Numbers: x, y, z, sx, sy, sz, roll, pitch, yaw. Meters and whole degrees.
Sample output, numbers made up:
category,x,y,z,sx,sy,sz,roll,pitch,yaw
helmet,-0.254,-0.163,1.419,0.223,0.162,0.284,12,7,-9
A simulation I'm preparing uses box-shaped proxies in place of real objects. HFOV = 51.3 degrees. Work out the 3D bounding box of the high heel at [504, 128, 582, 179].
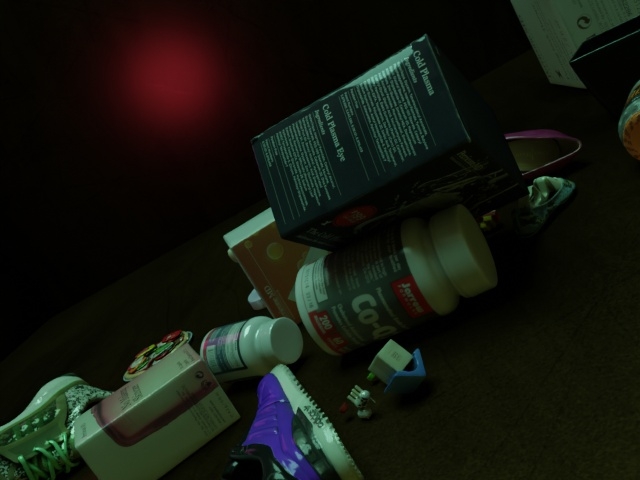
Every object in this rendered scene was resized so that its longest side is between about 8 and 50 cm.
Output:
category,x,y,z,sx,sy,sz,roll,pitch,yaw
high heel,0.319,-0.160,1.328,0.377,0.127,0.181,-15,-1,-15

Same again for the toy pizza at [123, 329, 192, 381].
category,x,y,z,sx,sy,sz,roll,pitch,yaw
toy pizza,-0.415,0.285,1.688,0.201,0.032,0.201,-29,13,7

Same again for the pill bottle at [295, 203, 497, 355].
category,x,y,z,sx,sy,sz,roll,pitch,yaw
pill bottle,0.117,0.062,1.044,0.283,0.161,0.161,-25,14,24

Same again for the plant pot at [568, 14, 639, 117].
category,x,y,z,sx,sy,sz,roll,pitch,yaw
plant pot,0.677,-0.378,1.449,0.188,0.167,0.187,-19,16,38

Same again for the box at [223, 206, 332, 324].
category,x,y,z,sx,sy,sz,roll,pitch,yaw
box,0.000,0.000,1.422,0.345,0.215,0.168,-32,13,-7

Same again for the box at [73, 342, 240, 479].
category,x,y,z,sx,sy,sz,roll,pitch,yaw
box,-0.274,0.296,1.109,0.232,0.127,0.148,-34,13,-17

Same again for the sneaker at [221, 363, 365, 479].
category,x,y,z,sx,sy,sz,roll,pitch,yaw
sneaker,-0.064,0.256,0.844,0.146,0.102,0.293,-34,13,-11

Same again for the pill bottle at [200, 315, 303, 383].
category,x,y,z,sx,sy,sz,roll,pitch,yaw
pill bottle,-0.121,0.194,1.199,0.180,0.108,0.108,-19,17,40

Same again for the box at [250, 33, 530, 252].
category,x,y,z,sx,sy,sz,roll,pitch,yaw
box,0.124,-0.117,1.077,0.312,0.179,0.343,-27,-21,24

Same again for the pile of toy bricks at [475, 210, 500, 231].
category,x,y,z,sx,sy,sz,roll,pitch,yaw
pile of toy bricks,0.225,-0.011,1.266,0.212,0.118,0.105,-10,61,30

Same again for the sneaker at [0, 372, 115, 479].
category,x,y,z,sx,sy,sz,roll,pitch,yaw
sneaker,-0.524,0.401,1.290,0.182,0.158,0.410,-7,26,20

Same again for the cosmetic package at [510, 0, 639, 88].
category,x,y,z,sx,sy,sz,roll,pitch,yaw
cosmetic package,0.788,-0.655,1.891,0.327,0.329,0.393,-29,12,10

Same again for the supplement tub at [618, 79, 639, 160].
category,x,y,z,sx,sy,sz,roll,pitch,yaw
supplement tub,0.579,-0.211,1.142,0.117,0.117,0.190,-20,16,38

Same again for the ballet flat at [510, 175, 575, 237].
category,x,y,z,sx,sy,sz,roll,pitch,yaw
ballet flat,0.392,-0.077,1.175,0.070,0.070,0.188,-16,19,48

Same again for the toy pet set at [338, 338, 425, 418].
category,x,y,z,sx,sy,sz,roll,pitch,yaw
toy pet set,0.097,0.187,0.896,0.122,0.065,0.114,-39,-20,-44

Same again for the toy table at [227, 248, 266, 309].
category,x,y,z,sx,sy,sz,roll,pitch,yaw
toy table,-0.107,0.031,1.678,0.252,0.161,0.274,-21,15,35
